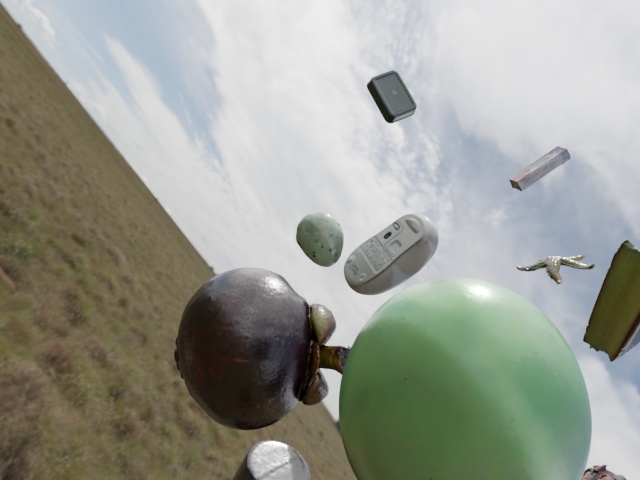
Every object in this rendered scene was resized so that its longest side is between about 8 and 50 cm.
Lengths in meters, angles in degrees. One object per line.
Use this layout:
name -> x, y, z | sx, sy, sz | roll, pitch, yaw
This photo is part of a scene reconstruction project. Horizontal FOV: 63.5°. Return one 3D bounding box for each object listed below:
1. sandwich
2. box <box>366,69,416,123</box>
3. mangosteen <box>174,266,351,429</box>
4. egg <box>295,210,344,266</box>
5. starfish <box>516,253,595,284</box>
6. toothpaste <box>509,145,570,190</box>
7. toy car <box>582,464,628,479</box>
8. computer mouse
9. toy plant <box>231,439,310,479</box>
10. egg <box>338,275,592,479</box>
sandwich -> 0.568, 0.108, 0.944 | 0.094, 0.096, 0.258 | 53, -25, 43
box -> 0.178, -0.359, 1.283 | 0.126, 0.091, 0.031 | 64, -18, 9
mangosteen -> -0.117, 0.188, 0.950 | 0.297, 0.293, 0.297 | 61, -10, 19
egg -> 0.000, 0.000, 1.408 | 0.131, 0.131, 0.164 | 28, -45, 60
starfish -> 0.670, 0.067, 1.450 | 0.208, 0.175, 0.053 | 13, -65, 66
toothpaste -> 0.689, -0.226, 1.622 | 0.040, 0.196, 0.047 | 58, -4, -25
toy car -> 0.457, 0.423, 0.809 | 0.112, 0.139, 0.112 | 34, -28, 10
computer mouse -> 0.209, 0.048, 1.480 | 0.121, 0.297, 0.184 | 45, 6, -37
toy plant -> -0.159, 0.650, 1.148 | 0.185, 0.400, 0.279 | 20, 21, -4
egg -> 0.126, 0.154, 0.476 | 0.220, 0.220, 0.270 | 37, -33, 47
